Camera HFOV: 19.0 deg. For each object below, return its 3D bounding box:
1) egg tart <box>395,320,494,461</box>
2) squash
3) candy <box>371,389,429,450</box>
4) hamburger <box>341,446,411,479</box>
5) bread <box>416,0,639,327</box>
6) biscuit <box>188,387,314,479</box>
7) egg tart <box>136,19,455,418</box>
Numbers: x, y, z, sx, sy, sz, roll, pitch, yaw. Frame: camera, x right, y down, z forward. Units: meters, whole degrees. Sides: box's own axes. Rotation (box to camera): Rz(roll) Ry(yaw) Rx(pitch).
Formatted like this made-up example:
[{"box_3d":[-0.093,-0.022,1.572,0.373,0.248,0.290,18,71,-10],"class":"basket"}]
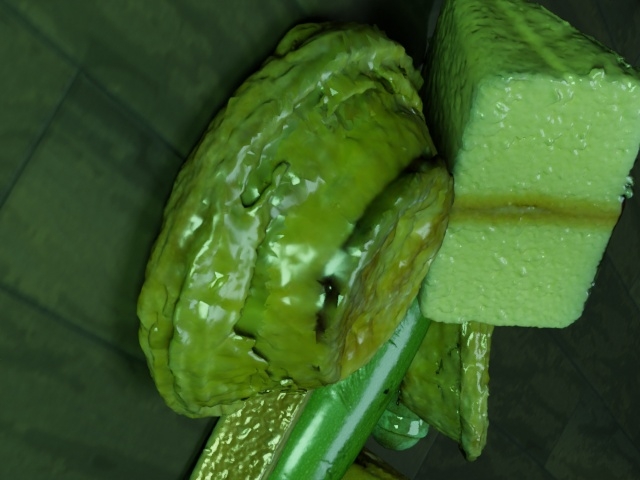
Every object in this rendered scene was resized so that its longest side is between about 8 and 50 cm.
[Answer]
[{"box_3d":[0.107,0.074,1.583,0.212,0.090,0.212,4,90,-83],"class":"egg tart"},{"box_3d":[0.015,0.111,1.473,0.292,0.082,0.082,-60,159,-6],"class":"squash"},{"box_3d":[0.089,0.088,1.684,0.061,0.061,0.202,-1,108,-67],"class":"candy"},{"box_3d":[0.067,0.264,1.629,0.118,0.191,0.182,-60,166,-2],"class":"hamburger"},{"box_3d":[0.139,-0.076,1.379,0.178,0.135,0.240,-98,-165,-48],"class":"bread"},{"box_3d":[-0.048,0.142,1.409,0.188,0.052,0.056,-61,171,-1],"class":"biscuit"},{"box_3d":[0.000,0.000,1.248,0.294,0.123,0.294,-47,154,-31],"class":"egg tart"}]
